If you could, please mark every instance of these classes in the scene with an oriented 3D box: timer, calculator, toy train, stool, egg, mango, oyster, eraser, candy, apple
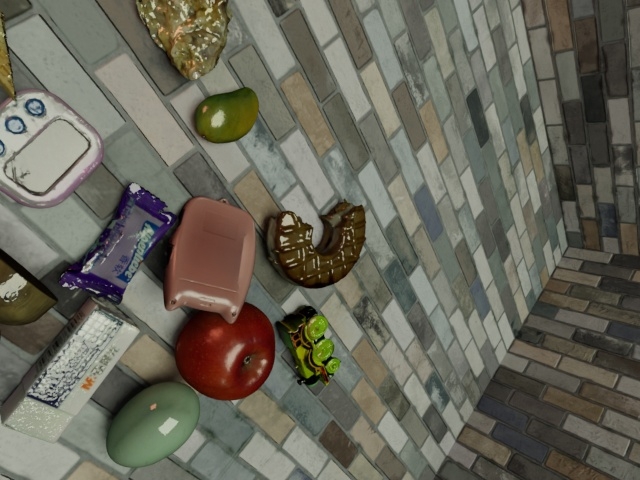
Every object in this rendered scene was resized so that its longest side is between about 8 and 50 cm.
[{"bbox_3d":[-0.558,-0.179,0.835,0.190,0.069,0.208,48,67,-34],"label":"timer"},{"bbox_3d":[-0.265,0.029,1.050,0.220,0.048,0.329,17,58,-24],"label":"calculator"},{"bbox_3d":[-0.035,0.353,1.376,0.161,0.101,0.295,-30,118,-24],"label":"toy train"},{"bbox_3d":[-0.650,0.146,0.753,0.264,0.179,0.179,-48,126,-22],"label":"stool"},{"bbox_3d":[-0.405,0.447,1.029,0.231,0.168,0.167,-34,120,-16],"label":"egg"},{"bbox_3d":[-0.230,-0.315,1.075,0.191,0.086,0.121,-28,113,-32],"label":"mango"},{"bbox_3d":[-0.292,-0.543,0.955,0.238,0.115,0.350,-5,102,-40],"label":"oyster"},{"bbox_3d":[-0.545,0.280,0.932,0.130,0.086,0.287,47,69,-35],"label":"eraser"},{"bbox_3d":[-0.452,0.012,0.967,0.145,0.070,0.275,46,65,-44],"label":"candy"},{"bbox_3d":[-0.238,0.286,1.111,0.261,0.217,0.260,-11,106,-42],"label":"apple"}]

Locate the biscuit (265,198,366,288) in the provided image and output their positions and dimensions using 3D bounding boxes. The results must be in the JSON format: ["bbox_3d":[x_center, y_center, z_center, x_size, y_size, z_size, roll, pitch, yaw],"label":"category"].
[{"bbox_3d":[-0.006,0.019,1.318,0.367,0.115,0.267,-12,106,-37],"label":"biscuit"}]

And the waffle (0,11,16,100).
[{"bbox_3d":[-0.578,-0.340,0.775,0.152,0.023,0.097,52,52,-13],"label":"waffle"}]
